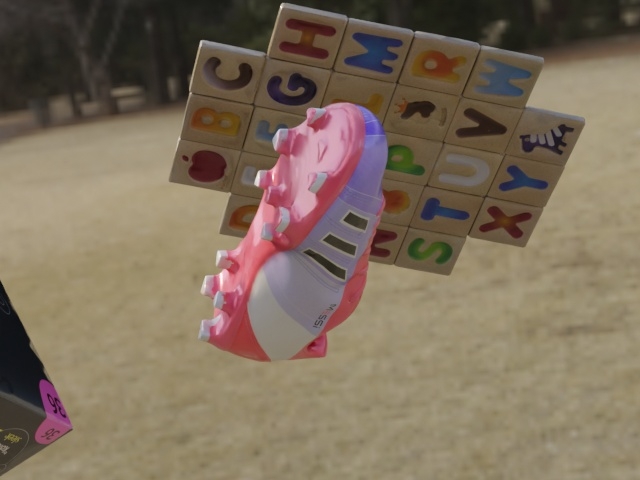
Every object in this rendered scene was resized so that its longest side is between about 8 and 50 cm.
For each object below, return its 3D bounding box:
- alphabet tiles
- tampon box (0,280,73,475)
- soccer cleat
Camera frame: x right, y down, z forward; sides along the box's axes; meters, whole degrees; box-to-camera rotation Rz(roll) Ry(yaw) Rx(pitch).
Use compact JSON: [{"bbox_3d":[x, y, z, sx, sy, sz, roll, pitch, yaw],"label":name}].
[{"bbox_3d":[0.046,-0.080,1.501,0.342,0.285,0.011,11,48,-9],"label":"alphabet tiles"},{"bbox_3d":[-0.214,0.041,0.811,0.101,0.161,0.120,-34,-23,5],"label":"tampon box"},{"bbox_3d":[0.000,0.000,1.034,0.095,0.083,0.248,11,-36,-18],"label":"soccer cleat"}]
